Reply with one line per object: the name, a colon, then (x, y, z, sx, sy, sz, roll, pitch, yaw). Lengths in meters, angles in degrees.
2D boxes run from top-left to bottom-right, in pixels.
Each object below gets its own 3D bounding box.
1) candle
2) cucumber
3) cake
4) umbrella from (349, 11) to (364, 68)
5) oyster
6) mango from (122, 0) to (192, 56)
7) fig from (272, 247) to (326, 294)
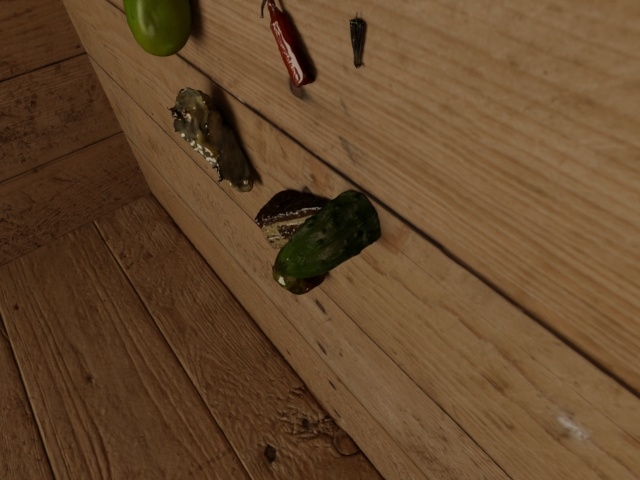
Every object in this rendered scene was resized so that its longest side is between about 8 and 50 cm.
candle: (-0.064, -0.357, 0.784, 0.162, 0.048, 0.053, 65, 174, -17)
cucumber: (0.001, 0.003, 0.875, 0.134, 0.244, 0.134, 38, 146, 31)
cake: (-0.036, -0.072, 1.112, 0.246, 0.135, 0.112, -11, 126, 36)
umbrella: (0.054, -0.301, 0.654, 0.031, 0.020, 0.083, 42, 158, 35)
oyster: (-0.303, -0.283, 1.264, 0.337, 0.133, 0.197, 60, 156, -13)
mango: (-0.396, -0.581, 1.044, 0.185, 0.149, 0.273, 55, 153, 24)
fig: (-0.062, 0.072, 1.257, 0.144, 0.154, 0.166, 92, 173, -77)
